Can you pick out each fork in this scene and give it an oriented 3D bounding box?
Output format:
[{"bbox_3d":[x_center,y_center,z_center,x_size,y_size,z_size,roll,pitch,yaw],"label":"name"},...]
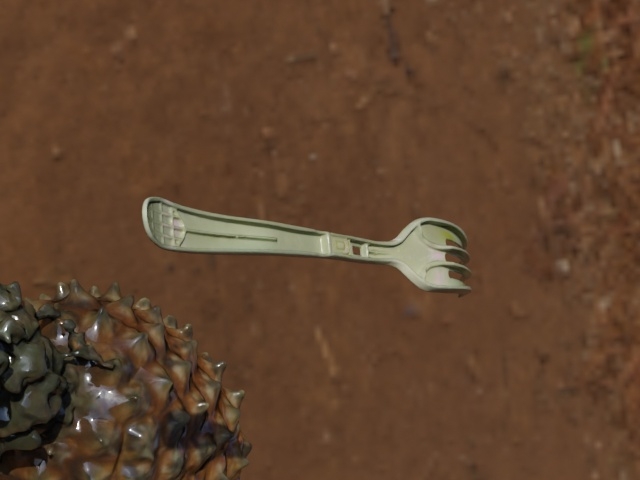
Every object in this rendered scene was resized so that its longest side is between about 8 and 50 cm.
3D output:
[{"bbox_3d":[0.005,0.000,0.737,0.219,0.028,0.034,11,79,-49],"label":"fork"}]

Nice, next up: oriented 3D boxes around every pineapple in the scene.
[{"bbox_3d":[-0.151,0.089,0.973,0.361,0.175,0.175,55,35,-69],"label":"pineapple"}]
